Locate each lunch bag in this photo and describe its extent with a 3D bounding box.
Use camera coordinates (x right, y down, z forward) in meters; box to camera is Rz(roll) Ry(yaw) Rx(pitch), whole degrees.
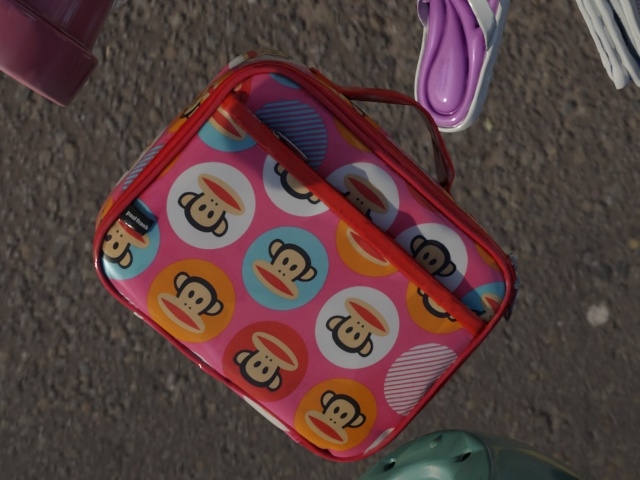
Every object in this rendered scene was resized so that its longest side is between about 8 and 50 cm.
[{"bbox_3d":[0.000,0.000,0.936,0.293,0.120,0.258,40,96,-15],"label":"lunch bag"}]

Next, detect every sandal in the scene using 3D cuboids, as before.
[{"bbox_3d":[0.210,-0.368,1.894,0.169,0.102,0.416,11,110,34],"label":"sandal"}]

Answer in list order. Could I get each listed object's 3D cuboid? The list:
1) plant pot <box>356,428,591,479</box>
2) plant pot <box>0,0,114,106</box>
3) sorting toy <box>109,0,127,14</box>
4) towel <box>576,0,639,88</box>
[{"bbox_3d":[0.125,0.287,0.919,0.293,0.293,0.235,-38,108,15],"label":"plant pot"},{"bbox_3d":[-0.251,-0.243,1.035,0.201,0.201,0.180,35,90,-22],"label":"plant pot"},{"bbox_3d":[-0.339,-0.394,1.866,0.257,0.255,0.089,-45,106,-26],"label":"sorting toy"},{"bbox_3d":[0.163,-0.254,0.677,0.034,0.285,0.209,-3,148,29],"label":"towel"}]
